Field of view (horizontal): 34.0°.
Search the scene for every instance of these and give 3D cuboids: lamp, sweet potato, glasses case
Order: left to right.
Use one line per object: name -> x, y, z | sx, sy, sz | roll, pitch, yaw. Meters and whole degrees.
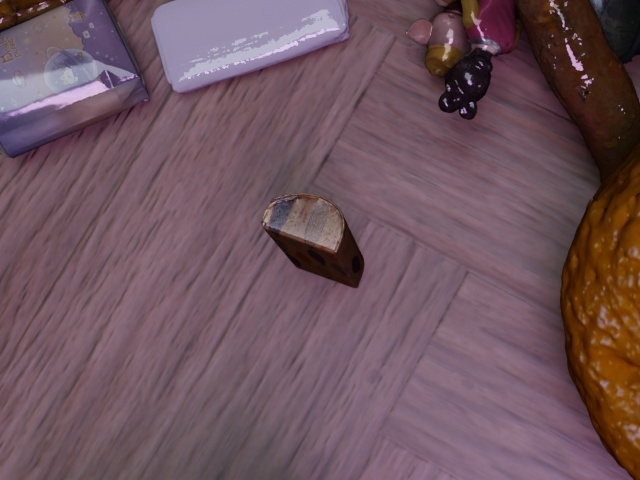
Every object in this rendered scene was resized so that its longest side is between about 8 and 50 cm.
glasses case -> 0.000, 0.000, 0.880 | 0.065, 0.170, 0.041 | 19, 82, 11
lamp -> 0.149, -0.222, 0.941 | 0.118, 0.118, 0.253 | 21, 85, 11
sweet potato -> 0.207, -0.165, 0.875 | 0.066, 0.072, 0.314 | -24, 107, 21

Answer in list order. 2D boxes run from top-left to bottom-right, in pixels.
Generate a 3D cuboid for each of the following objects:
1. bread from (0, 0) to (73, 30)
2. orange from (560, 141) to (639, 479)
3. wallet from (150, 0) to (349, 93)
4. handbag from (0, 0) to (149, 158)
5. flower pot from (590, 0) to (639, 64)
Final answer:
bread -> -0.277, -0.272, 1.014 | 0.211, 0.083, 0.113 | -18, 82, 3
orange -> 0.346, 0.056, 0.751 | 0.293, 0.340, 0.340 | -15, 76, -23
wallet -> -0.065, -0.208, 1.001 | 0.190, 0.033, 0.095 | -20, 78, 4
handbag -> -0.261, -0.151, 0.988 | 0.173, 0.095, 0.117 | -24, 71, -6
flower pot -> 0.303, -0.230, 0.906 | 0.107, 0.157, 0.157 | -2, 78, -5
